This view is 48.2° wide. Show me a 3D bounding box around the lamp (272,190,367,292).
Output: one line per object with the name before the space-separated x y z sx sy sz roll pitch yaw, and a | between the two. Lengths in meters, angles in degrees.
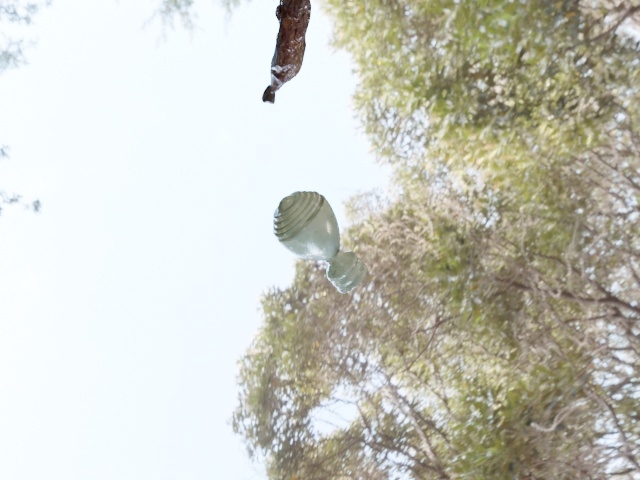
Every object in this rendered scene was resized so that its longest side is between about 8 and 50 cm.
lamp | 0.000 0.000 1.164 0.193 0.106 0.106 48 -119 -25

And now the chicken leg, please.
chicken leg | -0.051 -0.300 1.107 0.048 0.219 0.089 0 -145 -19
